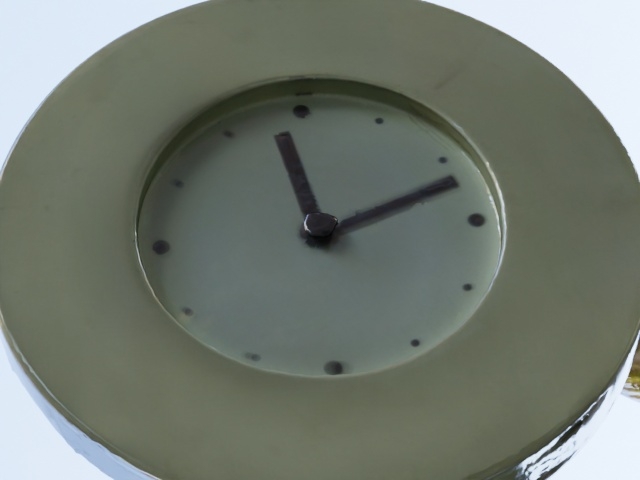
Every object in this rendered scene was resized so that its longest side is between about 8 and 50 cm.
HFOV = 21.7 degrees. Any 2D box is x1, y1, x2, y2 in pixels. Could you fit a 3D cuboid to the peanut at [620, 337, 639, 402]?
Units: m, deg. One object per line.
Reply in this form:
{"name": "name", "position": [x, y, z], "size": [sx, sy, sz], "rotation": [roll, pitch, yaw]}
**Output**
{"name": "peanut", "position": [0.194, 0.055, 1.163], "size": [0.087, 0.207, 0.087], "rotation": [-45, -32, -39]}

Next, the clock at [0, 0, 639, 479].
{"name": "clock", "position": [0.000, 0.000, 0.596], "size": [0.235, 0.235, 0.029], "rotation": [-26, -32, -19]}
